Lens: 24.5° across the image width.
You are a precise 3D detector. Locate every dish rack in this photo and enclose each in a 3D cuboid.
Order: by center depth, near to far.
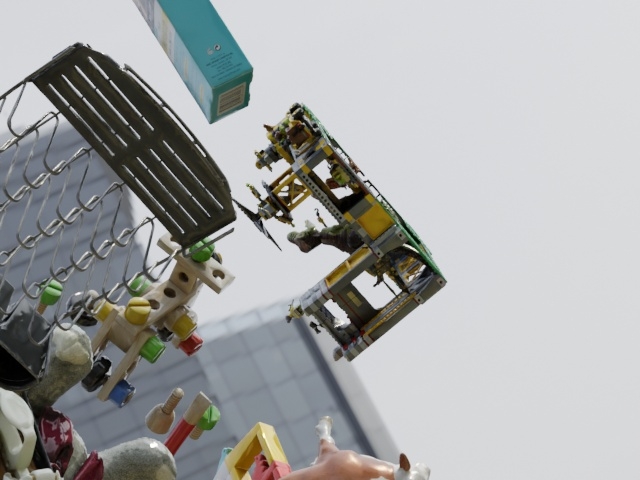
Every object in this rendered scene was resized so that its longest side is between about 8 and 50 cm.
[{"bbox_3d":[-0.208,-0.019,1.128,0.271,0.074,0.208,-29,-65,28],"label":"dish rack"}]

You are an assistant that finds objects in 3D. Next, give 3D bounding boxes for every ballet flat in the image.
[{"bbox_3d":[-0.269,0.205,1.321,0.074,0.203,0.074,-20,-23,-9],"label":"ballet flat"}]

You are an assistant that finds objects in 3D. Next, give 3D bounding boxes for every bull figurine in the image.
[{"bbox_3d":[-0.008,0.345,2.005,0.310,0.188,0.101,-25,-64,-11],"label":"bull figurine"}]

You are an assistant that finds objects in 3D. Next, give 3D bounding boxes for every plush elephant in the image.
[{"bbox_3d":[-0.342,0.302,1.748,0.330,0.255,0.272,-26,-63,-7],"label":"plush elephant"}]

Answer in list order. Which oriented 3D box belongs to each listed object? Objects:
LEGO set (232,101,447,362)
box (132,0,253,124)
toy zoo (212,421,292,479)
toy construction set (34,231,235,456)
[{"bbox_3d":[0.000,0.000,1.908,0.192,0.255,0.331,-40,-64,6],"label":"LEGO set"},{"bbox_3d":[-0.170,-0.272,1.822,0.060,0.244,0.100,-28,-17,-16],"label":"box"},{"bbox_3d":[-0.104,0.405,2.189,0.030,0.293,0.192,22,-67,-31],"label":"toy zoo"},{"bbox_3d":[-0.223,0.130,2.161,0.257,0.309,0.237,-1,-41,-42],"label":"toy construction set"}]
